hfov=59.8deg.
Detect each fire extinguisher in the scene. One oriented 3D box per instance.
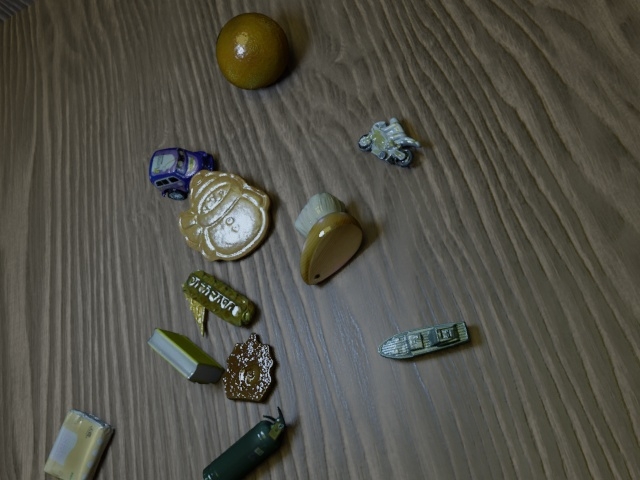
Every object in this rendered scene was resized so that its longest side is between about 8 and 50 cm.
[{"bbox_3d":[-0.211,0.617,1.643,0.311,0.114,0.095,-40,16,6],"label":"fire extinguisher"}]

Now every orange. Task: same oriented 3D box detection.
[{"bbox_3d":[-0.251,-0.691,2.044,0.274,0.274,0.274,-8,69,22],"label":"orange"}]

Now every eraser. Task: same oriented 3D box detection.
[{"bbox_3d":[-0.434,0.377,1.801,0.226,0.158,0.069,30,84,31],"label":"eraser"}]

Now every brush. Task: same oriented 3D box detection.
[{"bbox_3d":[0.000,0.000,1.746,0.267,0.174,0.166,-55,45,17],"label":"brush"}]

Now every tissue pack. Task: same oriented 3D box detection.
[{"bbox_3d":[-0.825,0.709,1.899,0.186,0.090,0.222,15,79,26],"label":"tissue pack"}]

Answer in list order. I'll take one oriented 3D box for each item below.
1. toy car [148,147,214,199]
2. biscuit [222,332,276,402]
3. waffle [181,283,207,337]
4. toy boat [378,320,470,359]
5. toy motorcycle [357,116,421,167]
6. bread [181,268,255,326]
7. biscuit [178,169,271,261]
[{"bbox_3d":[-0.520,-0.263,2.070,0.235,0.158,0.172,-6,69,21],"label":"toy car"},{"bbox_3d":[-0.222,0.400,1.767,0.182,0.034,0.215,-1,69,23],"label":"biscuit"},{"bbox_3d":[-0.443,0.242,1.924,0.125,0.032,0.191,-4,69,21],"label":"waffle"},{"bbox_3d":[0.282,0.280,1.549,0.260,0.085,0.078,-17,66,19],"label":"toy boat"},{"bbox_3d":[0.226,-0.324,1.801,0.228,0.074,0.151,30,91,39],"label":"toy motorcycle"},{"bbox_3d":[-0.333,0.194,1.845,0.269,0.098,0.087,29,124,20],"label":"bread"},{"bbox_3d":[-0.344,-0.086,1.940,0.351,0.057,0.312,35,92,16],"label":"biscuit"}]
